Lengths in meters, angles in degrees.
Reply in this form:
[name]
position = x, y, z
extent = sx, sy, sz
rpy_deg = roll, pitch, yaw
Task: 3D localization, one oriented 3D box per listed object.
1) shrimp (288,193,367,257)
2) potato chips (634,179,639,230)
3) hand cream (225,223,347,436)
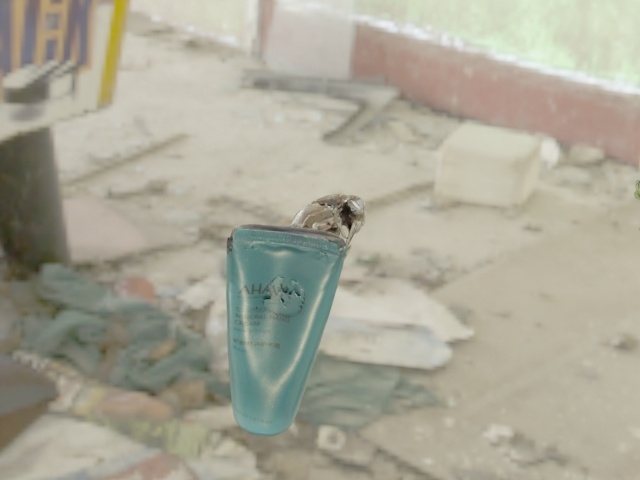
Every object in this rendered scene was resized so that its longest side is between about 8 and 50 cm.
[shrimp]
position = 0.000, 0.000, 1.259
extent = 0.065, 0.056, 0.165
rpy_deg = 7, 32, 9
[potato chips]
position = 0.257, 0.011, 0.977
extent = 0.028, 0.092, 0.207
rpy_deg = 11, 45, -19
[hand cream]
position = -0.033, 0.072, 1.022
extent = 0.083, 0.224, 0.048
rpy_deg = 6, 45, -2
